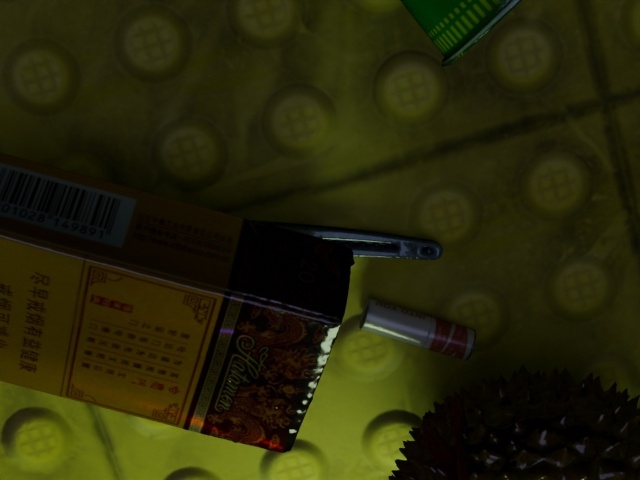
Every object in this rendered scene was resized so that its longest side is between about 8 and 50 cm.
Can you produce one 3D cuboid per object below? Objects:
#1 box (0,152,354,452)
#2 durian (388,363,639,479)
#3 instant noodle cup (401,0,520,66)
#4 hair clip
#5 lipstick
[{"bbox_3d":[-0.191,0.074,1.427,0.415,0.116,0.264,14,137,-5],"label":"box"},{"bbox_3d":[0.239,0.308,1.457,0.384,0.347,0.348,-13,110,-26],"label":"durian"},{"bbox_3d":[0.115,-0.325,1.336,0.232,0.207,0.207,44,102,-5],"label":"instant noodle cup"},{"bbox_3d":[0.000,0.000,1.498,0.275,0.083,0.048,0,99,-9],"label":"hair clip"},{"bbox_3d":[0.112,0.103,1.539,0.130,0.038,0.038,17,106,-7],"label":"lipstick"}]
